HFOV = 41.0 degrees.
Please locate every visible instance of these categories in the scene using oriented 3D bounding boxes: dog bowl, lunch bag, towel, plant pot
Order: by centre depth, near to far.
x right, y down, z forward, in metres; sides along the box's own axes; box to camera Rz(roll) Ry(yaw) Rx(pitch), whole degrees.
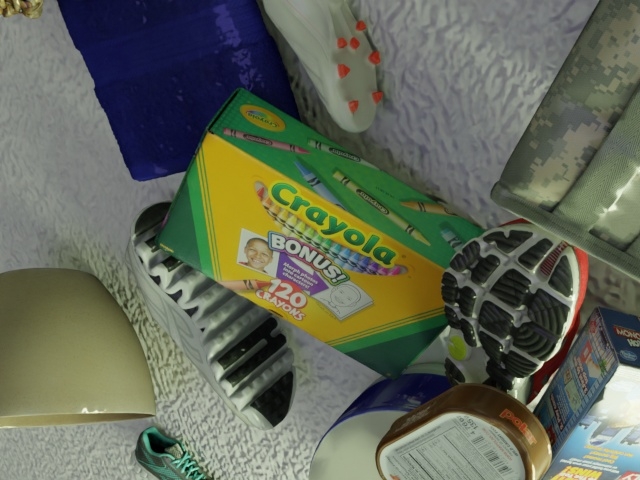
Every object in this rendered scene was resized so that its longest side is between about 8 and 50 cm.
[{"bbox_3d":[0.295,-0.070,0.548,0.287,0.169,0.235,30,128,7],"label":"lunch bag"},{"bbox_3d":[-0.149,-0.220,0.846,0.227,0.076,0.308,-7,112,31],"label":"towel"},{"bbox_3d":[0.123,0.268,0.896,0.264,0.104,0.265,12,114,28],"label":"dog bowl"},{"bbox_3d":[-0.360,0.142,1.119,0.284,0.284,0.191,-17,70,41],"label":"plant pot"}]

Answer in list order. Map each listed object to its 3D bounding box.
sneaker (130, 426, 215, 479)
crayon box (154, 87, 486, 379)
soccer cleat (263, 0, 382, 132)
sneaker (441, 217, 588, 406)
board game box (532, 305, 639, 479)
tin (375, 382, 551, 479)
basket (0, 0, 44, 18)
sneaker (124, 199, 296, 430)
[{"bbox_3d":[-0.207,0.329,1.234,0.166,0.065,0.076,25,125,20],"label":"sneaker"},{"bbox_3d":[0.000,0.000,0.813,0.278,0.081,0.165,30,133,-4],"label":"crayon box"},{"bbox_3d":[-0.004,-0.188,0.763,0.076,0.068,0.196,-11,103,45],"label":"soccer cleat"},{"bbox_3d":[0.171,0.055,0.721,0.107,0.118,0.279,40,155,23],"label":"sneaker"},{"bbox_3d":[0.265,0.157,0.733,0.194,0.060,0.194,15,132,-19],"label":"board game box"},{"bbox_3d":[0.119,0.192,0.756,0.106,0.040,0.190,50,139,5],"label":"tin"},{"bbox_3d":[-0.355,-0.383,0.824,0.223,0.213,0.299,3,117,-1],"label":"basket"},{"bbox_3d":[-0.133,0.095,1.013,0.292,0.110,0.118,57,142,4],"label":"sneaker"}]
